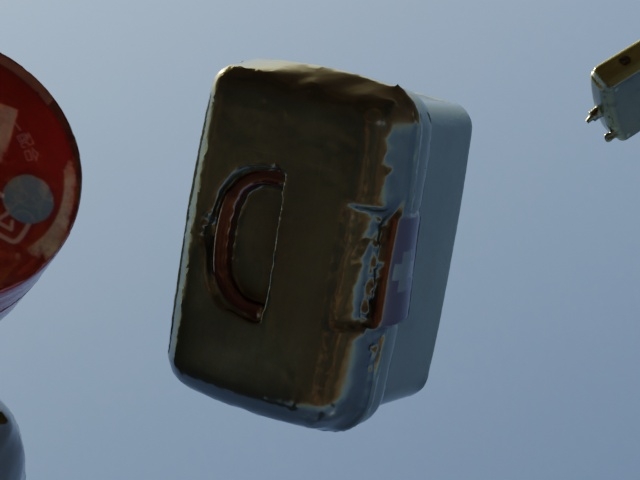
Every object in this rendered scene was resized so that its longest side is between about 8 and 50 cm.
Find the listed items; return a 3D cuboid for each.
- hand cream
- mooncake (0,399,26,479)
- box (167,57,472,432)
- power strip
[{"bbox_3d":[-0.307,-0.034,1.442,0.230,0.149,0.230,8,-110,-21],"label":"hand cream"},{"bbox_3d":[-0.314,0.125,1.074,0.284,0.284,0.155,9,-117,21],"label":"mooncake"},{"bbox_3d":[0.000,0.000,1.120,0.148,0.210,0.129,15,-169,30],"label":"box"},{"bbox_3d":[0.267,-0.135,1.402,0.169,0.076,0.028,-32,-126,-4],"label":"power strip"}]
